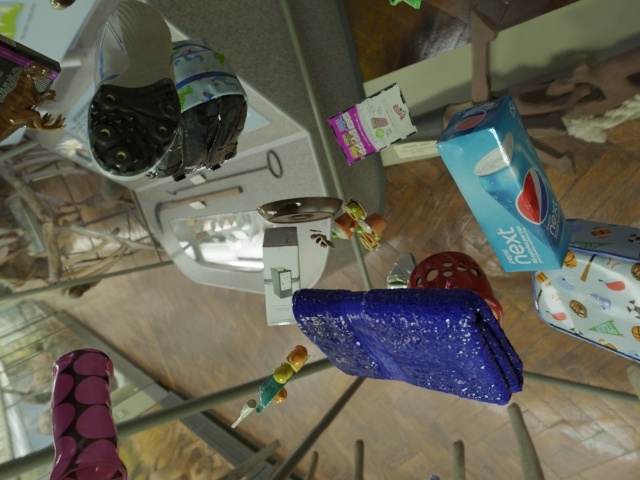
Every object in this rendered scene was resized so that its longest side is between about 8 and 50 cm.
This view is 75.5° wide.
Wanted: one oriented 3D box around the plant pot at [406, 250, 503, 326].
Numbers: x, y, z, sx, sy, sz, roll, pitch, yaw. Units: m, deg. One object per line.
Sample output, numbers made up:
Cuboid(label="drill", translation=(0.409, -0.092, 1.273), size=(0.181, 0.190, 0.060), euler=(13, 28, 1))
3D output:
Cuboid(label="plant pot", translation=(0.312, 0.144, 0.958), size=(0.174, 0.191, 0.191), euler=(-97, 3, -62))

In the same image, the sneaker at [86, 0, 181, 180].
Cuboid(label="sneaker", translation=(-0.199, -0.154, 0.439), size=(0.086, 0.085, 0.237), euler=(-42, 47, 44))

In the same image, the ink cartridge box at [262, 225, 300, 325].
Cuboid(label="ink cartridge box", translation=(-0.125, 0.109, 1.356), size=(0.198, 0.114, 0.273), euler=(-106, 14, -71))

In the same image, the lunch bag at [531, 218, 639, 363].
Cuboid(label="lunch bag", translation=(0.530, 0.096, 0.750), size=(0.303, 0.114, 0.243), euler=(28, 141, 62))

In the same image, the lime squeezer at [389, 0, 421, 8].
Cuboid(label="lime squeezer", translation=(0.170, -0.464, 0.770), size=(0.110, 0.310, 0.059), euler=(33, 133, 5))

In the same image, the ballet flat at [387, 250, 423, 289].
Cuboid(label="ballet flat", translation=(0.281, 0.159, 1.321), size=(0.400, 0.139, 0.139), euler=(-100, 7, -60))

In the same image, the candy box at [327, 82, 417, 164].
Cuboid(label="candy box", translation=(0.159, -0.358, 1.275), size=(0.233, 0.071, 0.159), euler=(-23, 109, 14))

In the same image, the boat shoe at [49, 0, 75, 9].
Cuboid(label="boat shoe", translation=(-0.608, -0.649, 1.027), size=(0.072, 0.190, 0.068), euler=(9, 151, 49))

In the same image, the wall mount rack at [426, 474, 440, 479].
Cuboid(label="wall mount rack", translation=(0.004, 0.409, 0.584), size=(0.304, 0.350, 0.131), euler=(-13, 62, 22))

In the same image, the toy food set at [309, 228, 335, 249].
Cuboid(label="toy food set", translation=(0.000, 0.000, 1.564), size=(0.122, 0.077, 0.019), euler=(55, 129, 49))

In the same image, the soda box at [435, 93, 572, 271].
Cuboid(label="soda box", translation=(0.223, -0.058, 0.491), size=(0.071, 0.067, 0.210), euler=(-7, 130, 49))

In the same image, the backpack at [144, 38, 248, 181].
Cuboid(label="backpack", translation=(-0.324, -0.319, 1.041), size=(0.355, 0.290, 0.274), euler=(-5, 105, 65))

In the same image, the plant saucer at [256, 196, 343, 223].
Cuboid(label="plant saucer", translation=(-0.070, -0.101, 1.467), size=(0.310, 0.310, 0.050), euler=(-11, 82, 52))

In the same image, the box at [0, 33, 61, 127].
Cuboid(label="box", translation=(-0.577, -0.290, 0.758), size=(0.162, 0.116, 0.029), euler=(-40, 62, 20))

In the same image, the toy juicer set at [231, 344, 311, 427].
Cuboid(label="toy juicer set", translation=(-0.139, 0.470, 1.306), size=(0.089, 0.329, 0.209), euler=(42, 153, 7))

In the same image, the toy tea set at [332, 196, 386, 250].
Cuboid(label="toy tea set", translation=(0.128, -0.038, 1.494), size=(0.200, 0.124, 0.336), euler=(47, 172, 10))

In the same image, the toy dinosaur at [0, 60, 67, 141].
Cuboid(label="toy dinosaur", translation=(-0.499, -0.204, 0.679), size=(0.211, 0.112, 0.064), euler=(-48, 68, 12))

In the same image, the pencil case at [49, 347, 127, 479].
Cuboid(label="pencil case", translation=(-0.318, 0.249, 0.563), size=(0.209, 0.095, 0.098), euler=(50, 160, 48))

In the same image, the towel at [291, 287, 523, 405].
Cuboid(label="towel", translation=(0.117, 0.158, 0.624), size=(0.308, 0.076, 0.228), euler=(-8, 135, 42))
